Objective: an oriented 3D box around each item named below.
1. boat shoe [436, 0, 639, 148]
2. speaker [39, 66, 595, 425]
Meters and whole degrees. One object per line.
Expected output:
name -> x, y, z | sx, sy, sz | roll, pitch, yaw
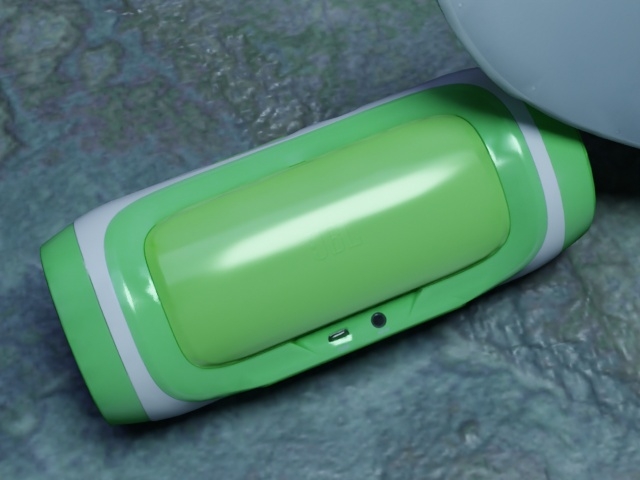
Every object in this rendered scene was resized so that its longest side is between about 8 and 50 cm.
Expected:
boat shoe -> 0.178, -0.147, 0.660 | 0.367, 0.136, 0.156 | 20, 37, -34
speaker -> 0.000, 0.000, 0.681 | 0.296, 0.131, 0.131 | -21, 61, -8
